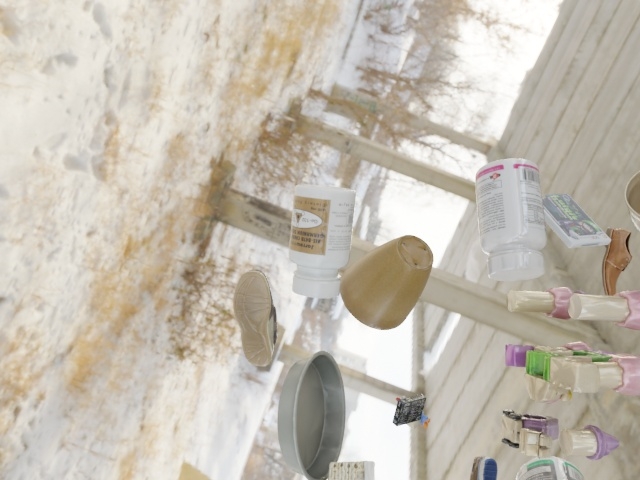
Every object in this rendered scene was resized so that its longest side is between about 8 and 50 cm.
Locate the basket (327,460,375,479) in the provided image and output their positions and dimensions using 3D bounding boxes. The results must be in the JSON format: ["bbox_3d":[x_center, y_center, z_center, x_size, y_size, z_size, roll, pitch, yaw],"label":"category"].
[{"bbox_3d":[0.064,0.581,1.371,0.113,0.103,0.167,-82,175,-59],"label":"basket"}]

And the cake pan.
[{"bbox_3d":[-0.017,0.400,1.414,0.293,0.054,0.292,-4,90,-67],"label":"cake pan"}]

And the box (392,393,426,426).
[{"bbox_3d":[0.218,0.417,1.519,0.018,0.083,0.067,31,-63,48],"label":"box"}]

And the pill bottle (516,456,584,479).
[{"bbox_3d":[0.665,0.803,1.736,0.361,0.204,0.204,-60,172,-64],"label":"pill bottle"}]

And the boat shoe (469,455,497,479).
[{"bbox_3d":[0.414,0.651,1.598,0.066,0.066,0.183,-15,-122,66],"label":"boat shoe"}]

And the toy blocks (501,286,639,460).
[{"bbox_3d":[0.503,0.239,1.101,0.288,0.260,0.308,166,-72,-80],"label":"toy blocks"}]

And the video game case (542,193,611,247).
[{"bbox_3d":[0.672,-0.058,1.676,0.190,0.173,0.022,60,-42,34],"label":"video game case"}]

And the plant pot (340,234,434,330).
[{"bbox_3d":[0.214,0.098,1.797,0.254,0.237,0.237,-56,-170,48],"label":"plant pot"}]

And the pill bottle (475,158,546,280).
[{"bbox_3d":[0.481,-0.049,1.563,0.160,0.161,0.282,110,-19,-71],"label":"pill bottle"}]

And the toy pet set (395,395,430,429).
[{"bbox_3d":[0.304,0.536,1.932,0.065,0.122,0.114,-35,136,-29],"label":"toy pet set"}]

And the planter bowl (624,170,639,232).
[{"bbox_3d":[0.593,-0.044,1.015,0.109,0.162,0.162,61,35,-37],"label":"planter bowl"}]

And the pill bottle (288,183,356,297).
[{"bbox_3d":[0.000,0.000,1.309,0.131,0.131,0.229,-68,164,-83],"label":"pill bottle"}]

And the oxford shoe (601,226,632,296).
[{"bbox_3d":[0.879,0.068,1.830,0.076,0.076,0.212,9,88,-55],"label":"oxford shoe"}]

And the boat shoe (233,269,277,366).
[{"bbox_3d":[-0.168,0.199,1.664,0.092,0.103,0.285,-66,153,-65],"label":"boat shoe"}]
